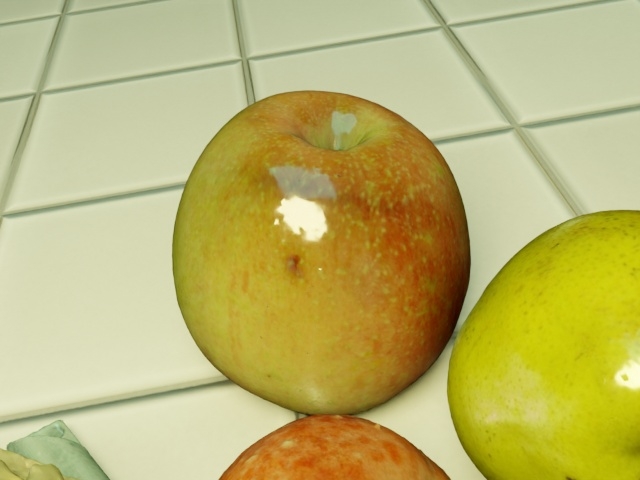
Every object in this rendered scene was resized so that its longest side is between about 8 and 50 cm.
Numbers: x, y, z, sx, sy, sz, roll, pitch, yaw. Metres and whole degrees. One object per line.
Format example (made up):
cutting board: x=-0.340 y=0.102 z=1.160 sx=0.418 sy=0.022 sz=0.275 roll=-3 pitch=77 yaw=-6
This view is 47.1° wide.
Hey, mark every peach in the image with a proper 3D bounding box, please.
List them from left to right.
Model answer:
peach: x=0.012 y=0.232 z=0.546 sx=0.232 sy=0.232 sz=0.232 roll=-5 pitch=39 yaw=4

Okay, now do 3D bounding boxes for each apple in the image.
apple: x=0.000 y=0.000 z=0.758 sx=0.319 sy=0.277 sz=0.319 roll=-4 pitch=38 yaw=3

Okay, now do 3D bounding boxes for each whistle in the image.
whistle: x=-0.185 y=0.259 z=0.642 sx=0.062 sy=0.062 sz=0.312 roll=-33 pitch=45 yaw=-28

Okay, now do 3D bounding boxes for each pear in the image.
pear: x=0.247 y=0.107 z=0.599 sx=0.294 sy=0.294 sz=0.294 roll=-5 pitch=39 yaw=4

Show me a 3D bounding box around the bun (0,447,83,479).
bun: x=-0.233 y=0.302 z=0.470 sx=0.364 sy=0.202 sz=0.364 roll=-4 pitch=71 yaw=12
